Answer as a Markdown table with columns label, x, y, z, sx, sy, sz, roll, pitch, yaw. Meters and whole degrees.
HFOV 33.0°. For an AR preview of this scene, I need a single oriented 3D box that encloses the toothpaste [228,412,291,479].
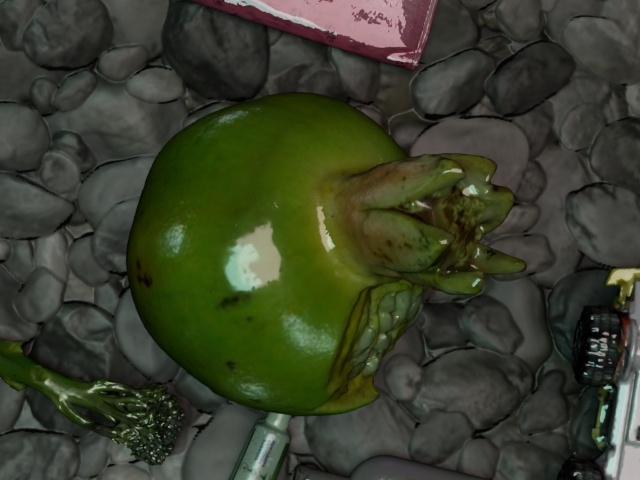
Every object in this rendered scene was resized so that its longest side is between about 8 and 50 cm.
| label | x | y | z | sx | sy | sz | roll | pitch | yaw |
| --- | --- | --- | --- | --- | --- | --- | --- | --- | --- |
| toothpaste | -0.065 | 0.215 | 0.833 | 0.049 | 0.031 | 0.204 | 23 | 84 | 0 |

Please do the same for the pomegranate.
| label | x | y | z | sx | sy | sz | roll | pitch | yaw |
| --- | --- | --- | --- | --- | --- | --- | --- | --- | --- |
| pomegranate | 0.000 | 0.000 | 0.735 | 0.236 | 0.302 | 0.236 | 8 | 75 | -30 |

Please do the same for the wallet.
| label | x | y | z | sx | sy | sz | roll | pitch | yaw |
| --- | --- | --- | --- | --- | --- | --- | --- | --- | --- |
| wallet | -0.013 | -0.228 | 0.892 | 0.232 | 0.025 | 0.119 | 17 | 82 | -3 |

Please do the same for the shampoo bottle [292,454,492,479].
| label | x | y | z | sx | sy | sz | roll | pitch | yaw |
| --- | --- | --- | --- | --- | --- | --- | --- | --- | --- |
| shampoo bottle | 0.058 | 0.209 | 0.839 | 0.165 | 0.040 | 0.080 | 14 | 83 | -3 |

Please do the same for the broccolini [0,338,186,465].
| label | x | y | z | sx | sy | sz | roll | pitch | yaw |
| --- | --- | --- | --- | --- | --- | --- | --- | --- | --- |
| broccolini | -0.203 | 0.099 | 0.828 | 0.216 | 0.067 | 0.058 | 27 | 78 | 8 |

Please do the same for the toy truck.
| label | x | y | z | sx | sy | sz | roll | pitch | yaw |
| --- | --- | --- | --- | --- | --- | --- | --- | --- | --- |
| toy truck | 0.248 | 0.164 | 0.827 | 0.136 | 0.111 | 0.286 | 10 | 84 | 6 |
